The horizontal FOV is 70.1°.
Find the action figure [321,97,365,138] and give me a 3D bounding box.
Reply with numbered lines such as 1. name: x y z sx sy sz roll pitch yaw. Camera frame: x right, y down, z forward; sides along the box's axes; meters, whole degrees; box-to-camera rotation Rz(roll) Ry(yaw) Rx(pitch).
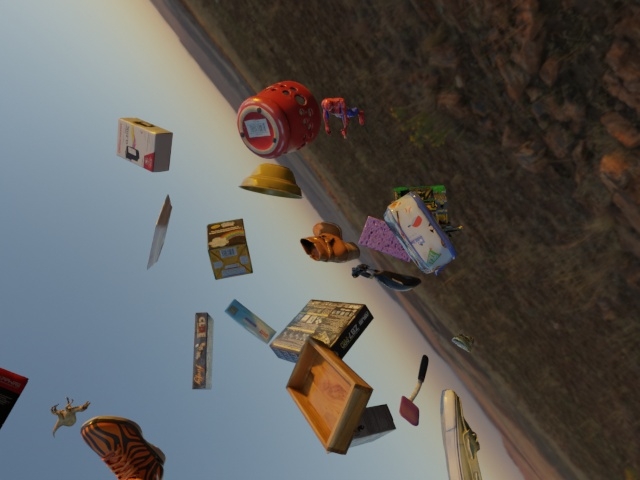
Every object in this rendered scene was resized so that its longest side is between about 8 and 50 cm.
1. action figure: 0.071 -0.393 1.520 0.280 0.092 0.138 -5 -83 -68

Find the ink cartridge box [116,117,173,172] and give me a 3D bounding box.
1. ink cartridge box: -0.562 -0.305 1.451 0.175 0.127 0.072 24 -155 23

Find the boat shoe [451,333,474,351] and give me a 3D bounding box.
1. boat shoe: 0.452 0.312 1.424 0.056 0.048 0.153 28 174 35

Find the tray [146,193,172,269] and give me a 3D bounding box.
1. tray: -0.549 -0.022 1.565 0.030 0.270 0.145 16 -131 -16

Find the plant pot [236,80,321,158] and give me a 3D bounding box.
1. plant pot: -0.119 -0.323 1.256 0.191 0.191 0.174 52 -135 -7

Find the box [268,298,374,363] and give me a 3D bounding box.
1. box: -0.003 0.400 1.990 0.395 0.318 0.097 -5 123 52

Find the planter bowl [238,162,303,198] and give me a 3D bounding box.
1. planter bowl: -0.154 -0.199 1.492 0.217 0.090 0.217 9 179 0

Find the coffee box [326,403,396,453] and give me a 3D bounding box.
1. coffee box: 0.134 0.667 1.625 0.247 0.141 0.098 13 -134 -46

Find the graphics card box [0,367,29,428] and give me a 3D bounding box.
1. graphics card box: -0.833 0.426 0.959 0.233 0.094 0.370 39 -145 -30

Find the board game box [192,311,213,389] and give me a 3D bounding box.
1. board game box: -0.395 0.377 1.542 0.165 0.042 0.243 107 162 -71

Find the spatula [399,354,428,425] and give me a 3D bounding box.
1. spatula: 0.331 0.500 1.557 0.084 0.030 0.296 41 -137 -4

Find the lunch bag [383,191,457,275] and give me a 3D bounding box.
1. lunch bag: 0.295 -0.011 1.343 0.243 0.115 0.303 55 -175 9

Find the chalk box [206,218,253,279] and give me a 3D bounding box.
1. chalk box: -0.432 0.021 2.156 0.289 0.181 0.179 -112 14 -56

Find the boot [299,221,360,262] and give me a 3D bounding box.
1. boot: 0.000 0.000 1.273 0.153 0.072 0.197 -2 -154 -41

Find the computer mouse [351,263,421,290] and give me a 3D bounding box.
1. computer mouse: 0.241 0.153 1.752 0.262 0.060 0.184 15 167 -12

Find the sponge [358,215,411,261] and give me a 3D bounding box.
1. sponge: 0.263 -0.006 1.747 0.210 0.117 0.031 20 -176 12

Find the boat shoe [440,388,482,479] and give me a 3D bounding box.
1. boat shoe: 0.397 0.575 1.283 0.109 0.094 0.302 56 -151 -77

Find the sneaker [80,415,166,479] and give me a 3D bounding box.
1. sneaker: -0.547 0.636 1.287 0.321 0.125 0.180 55 -177 -32

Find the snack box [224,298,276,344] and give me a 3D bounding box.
1. snack box: -0.267 0.300 1.690 0.187 0.060 0.322 39 165 -3

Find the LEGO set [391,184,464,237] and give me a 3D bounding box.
1. LEGO set: 0.390 -0.089 1.767 0.331 0.255 0.191 -87 -10 -72

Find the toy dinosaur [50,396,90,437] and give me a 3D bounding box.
1. toy dinosaur: -0.879 0.600 1.556 0.092 0.183 0.053 50 -177 1

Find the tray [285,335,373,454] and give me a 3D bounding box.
1. tray: 0.014 0.472 1.453 0.076 0.202 0.411 24 178 -22
